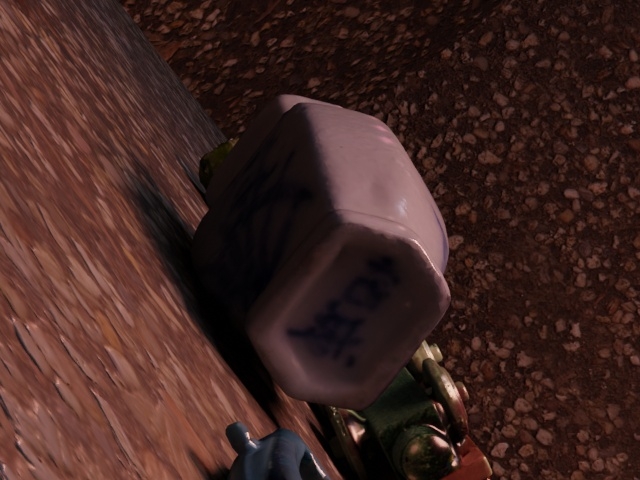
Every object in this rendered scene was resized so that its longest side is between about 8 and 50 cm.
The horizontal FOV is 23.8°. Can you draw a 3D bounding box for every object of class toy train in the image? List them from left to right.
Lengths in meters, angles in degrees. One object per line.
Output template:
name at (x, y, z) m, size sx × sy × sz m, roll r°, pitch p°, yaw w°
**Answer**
toy train at (0.097, 0.221, 1.593) m, size 0.304 × 0.150 × 0.221 m, roll -125°, pitch -171°, yaw -75°

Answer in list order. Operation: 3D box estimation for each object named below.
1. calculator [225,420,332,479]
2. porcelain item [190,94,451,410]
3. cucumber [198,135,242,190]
calculator at (0.031, 0.227, 0.894) m, size 0.293 × 0.051 × 0.173 m, roll 55°, pitch 3°, yaw -3°
porcelain item at (0.000, 0.000, 1.434) m, size 0.178 × 0.242 × 0.405 m, roll 34°, pitch 11°, yaw -19°
cucumber at (-0.071, -0.023, 2.070) m, size 0.244 × 0.134 × 0.134 m, roll 67°, pitch 7°, yaw 24°
